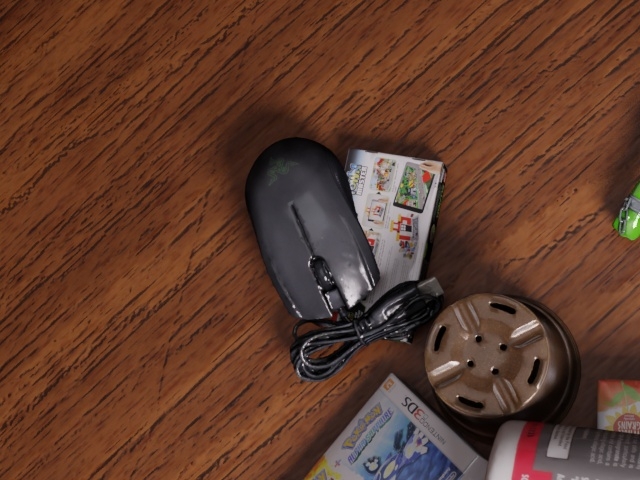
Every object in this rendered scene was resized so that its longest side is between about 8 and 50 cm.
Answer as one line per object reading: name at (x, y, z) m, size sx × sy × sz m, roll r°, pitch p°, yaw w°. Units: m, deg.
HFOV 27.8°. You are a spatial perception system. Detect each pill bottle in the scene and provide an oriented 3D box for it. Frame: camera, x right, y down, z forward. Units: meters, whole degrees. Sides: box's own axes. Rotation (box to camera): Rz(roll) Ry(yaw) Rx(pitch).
pill bottle at (0.317, 0.270, 1.201) m, size 0.318 × 0.176 × 0.176 m, roll 4°, pitch 80°, yaw 18°

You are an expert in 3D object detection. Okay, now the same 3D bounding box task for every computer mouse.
computer mouse at (0.000, 0.000, 1.423) m, size 0.188 × 0.072 × 0.272 m, roll -29°, pitch 73°, yaw 9°

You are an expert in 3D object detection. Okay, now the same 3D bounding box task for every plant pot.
plant pot at (0.181, 0.128, 1.342) m, size 0.167 × 0.165 × 0.167 m, roll -3°, pitch 79°, yaw 15°

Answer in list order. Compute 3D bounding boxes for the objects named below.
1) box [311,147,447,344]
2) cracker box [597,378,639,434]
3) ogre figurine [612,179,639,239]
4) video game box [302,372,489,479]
box at (0.068, 0.005, 1.462) m, size 0.114 × 0.036 × 0.207 m, roll 10°, pitch 82°, yaw 16°
cracker box at (0.362, 0.261, 1.321) m, size 0.155 × 0.067 × 0.232 m, roll 0°, pitch 79°, yaw 16°
ogre figurine at (0.414, -0.052, 1.359) m, size 0.197 × 0.097 × 0.118 m, roll 6°, pitch 99°, yaw 31°
video game box at (0.066, 0.264, 1.355) m, size 0.205 × 0.048 × 0.187 m, roll -51°, pitch 32°, yaw 0°
